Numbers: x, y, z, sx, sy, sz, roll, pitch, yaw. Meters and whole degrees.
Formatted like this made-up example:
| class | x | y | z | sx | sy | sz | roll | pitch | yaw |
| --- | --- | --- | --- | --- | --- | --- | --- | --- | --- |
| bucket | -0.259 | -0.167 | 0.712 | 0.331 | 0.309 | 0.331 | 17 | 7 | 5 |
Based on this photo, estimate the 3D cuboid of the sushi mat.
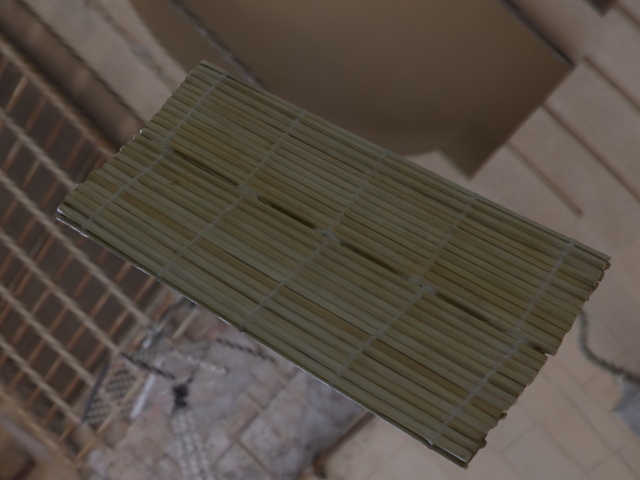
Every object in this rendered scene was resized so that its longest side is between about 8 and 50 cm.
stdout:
| class | x | y | z | sx | sy | sz | roll | pitch | yaw |
| --- | --- | --- | --- | --- | --- | --- | --- | --- | --- |
| sushi mat | 0.000 | 0.000 | 0.783 | 0.316 | 0.019 | 0.151 | 29 | -118 | 28 |
